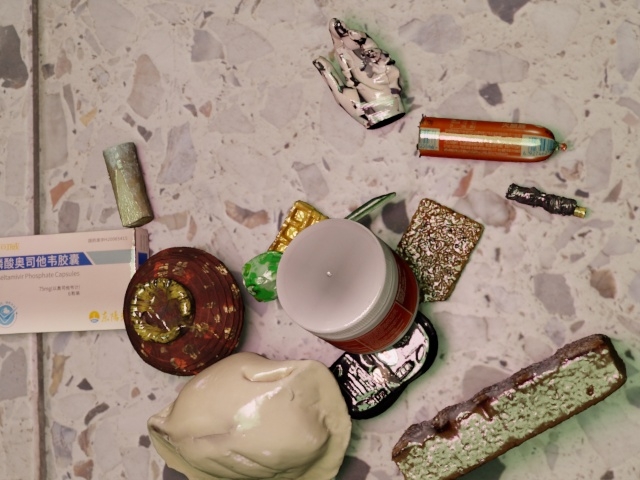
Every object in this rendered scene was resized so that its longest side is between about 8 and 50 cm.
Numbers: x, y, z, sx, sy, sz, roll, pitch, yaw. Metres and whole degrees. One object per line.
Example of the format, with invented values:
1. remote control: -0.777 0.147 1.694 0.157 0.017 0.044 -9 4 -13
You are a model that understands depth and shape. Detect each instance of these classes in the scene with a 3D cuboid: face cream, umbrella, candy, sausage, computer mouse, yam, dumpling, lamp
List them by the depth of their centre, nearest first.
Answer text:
1. face cream: 0.050 0.082 1.800 0.201 0.187 0.201 -8 70 22
2. umbrella: 0.402 -0.070 1.871 0.144 0.040 0.037 17 81 15
3. sausage: 0.308 -0.178 1.888 0.264 0.083 0.083 6 87 14
4. dumpling: -0.121 0.361 1.890 0.395 0.233 0.315 -22 112 20
5. computer mouse: 0.113 0.219 1.898 0.233 0.096 0.137 -43 69 10
6. candy: 0.001 0.001 1.902 0.323 0.097 0.097 -34 78 3
7. lamp: -0.255 0.131 1.941 0.247 0.247 0.247 -1 85 15
8. yam: -0.381 -0.111 2.073 0.068 0.068 0.169 -19 80 13

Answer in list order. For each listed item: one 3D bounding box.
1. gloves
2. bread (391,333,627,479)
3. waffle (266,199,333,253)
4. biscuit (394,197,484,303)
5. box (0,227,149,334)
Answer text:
1. gloves: 0.075 -0.315 1.948 0.127 0.111 0.212 -27 81 36
2. bread: 0.325 0.291 1.800 0.416 0.165 0.113 -30 84 10
3. waffle: 0.010 0.040 1.960 0.211 0.055 0.160 28 94 16
4. biscuit: 0.192 0.050 1.925 0.131 0.026 0.237 28 92 17
5. box: -0.510 0.083 2.094 0.343 0.065 0.200 -3 84 15
